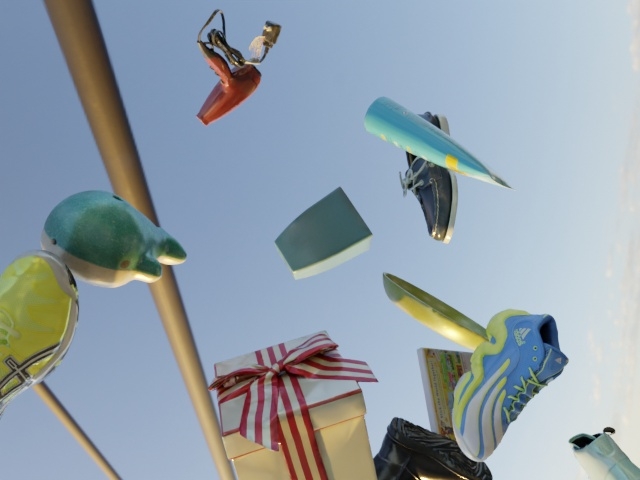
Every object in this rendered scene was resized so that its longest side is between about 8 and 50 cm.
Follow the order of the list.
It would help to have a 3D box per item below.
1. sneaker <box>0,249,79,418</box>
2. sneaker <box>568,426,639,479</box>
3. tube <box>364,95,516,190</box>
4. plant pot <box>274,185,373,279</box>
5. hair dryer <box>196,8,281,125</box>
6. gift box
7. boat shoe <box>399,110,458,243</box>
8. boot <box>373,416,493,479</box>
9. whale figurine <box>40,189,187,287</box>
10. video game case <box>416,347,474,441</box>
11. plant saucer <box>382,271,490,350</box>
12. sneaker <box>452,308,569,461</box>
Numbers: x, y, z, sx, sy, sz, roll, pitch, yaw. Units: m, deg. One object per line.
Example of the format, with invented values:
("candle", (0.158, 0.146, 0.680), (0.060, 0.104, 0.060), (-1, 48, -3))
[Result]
("sneaker", (-0.483, 0.186, 0.736), (0.384, 0.145, 0.147), (-59, -3, -4))
("sneaker", (0.542, 0.445, 1.010), (0.094, 0.151, 0.256), (-28, -33, -10))
("tube", (0.145, -0.119, 0.660), (0.080, 0.207, 0.052), (0, -59, -50))
("plant pot", (0.000, 0.000, 1.469), (0.234, 0.165, 0.165), (-32, -13, -7))
("hair dryer", (-0.228, -0.400, 1.236), (0.224, 0.080, 0.293), (-14, -39, -43))
("gift box", (-0.034, 0.315, 0.897), (0.255, 0.276, 0.258), (-17, -72, -15))
("boat shoe", (0.170, -0.110, 0.850), (0.095, 0.079, 0.254), (106, 167, -61))
("boot", (0.219, 0.525, 1.150), (0.094, 0.246, 0.207), (-46, -20, -72))
("whale figurine", (-0.350, -0.012, 0.944), (0.272, 0.216, 0.141), (3, -62, -61))
("video game case", (0.338, 0.381, 1.288), (0.206, 0.026, 0.227), (12, -122, -29))
("plant saucer", (0.208, 0.132, 0.943), (0.241, 0.241, 0.037), (22, -81, -53))
("sneaker", (0.272, 0.195, 0.747), (0.091, 0.126, 0.240), (34, -119, -15))
